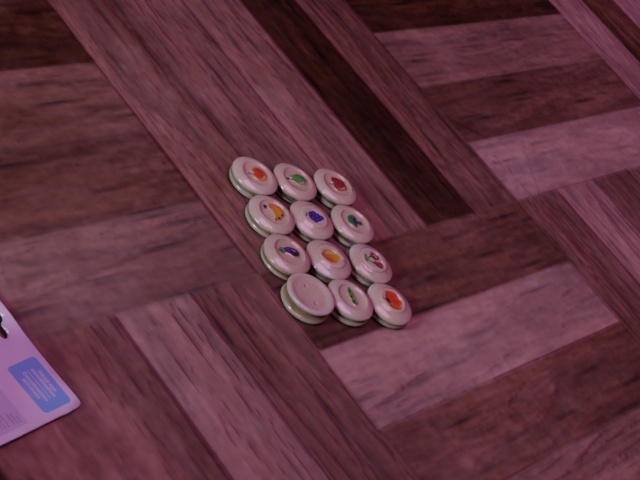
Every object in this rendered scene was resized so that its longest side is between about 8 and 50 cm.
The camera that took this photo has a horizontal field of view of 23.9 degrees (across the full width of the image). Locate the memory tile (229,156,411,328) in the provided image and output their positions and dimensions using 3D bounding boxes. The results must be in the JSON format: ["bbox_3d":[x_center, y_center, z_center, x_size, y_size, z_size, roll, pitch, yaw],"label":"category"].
[{"bbox_3d":[0.000,0.000,1.058,0.113,0.012,0.148,7,46,-38],"label":"memory tile"}]

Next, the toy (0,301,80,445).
[{"bbox_3d":[-0.226,0.056,0.743,0.137,0.056,0.237,49,35,12],"label":"toy"}]
